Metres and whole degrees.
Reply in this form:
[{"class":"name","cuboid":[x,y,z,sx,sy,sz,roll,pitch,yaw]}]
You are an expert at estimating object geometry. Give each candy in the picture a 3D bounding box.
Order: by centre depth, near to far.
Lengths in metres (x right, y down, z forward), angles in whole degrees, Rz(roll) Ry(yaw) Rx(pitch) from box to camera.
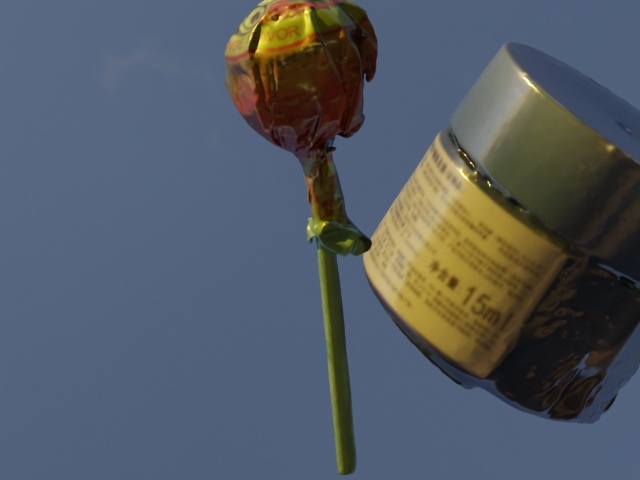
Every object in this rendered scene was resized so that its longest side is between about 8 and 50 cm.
[{"class":"candy","cuboid":[0.000,0.000,0.596,0.061,0.060,0.200,-7,-77,0]}]

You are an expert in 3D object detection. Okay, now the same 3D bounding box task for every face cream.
[{"class":"face cream","cuboid":[0.187,-0.004,1.218,0.249,0.249,0.225,35,-71,-1]}]
